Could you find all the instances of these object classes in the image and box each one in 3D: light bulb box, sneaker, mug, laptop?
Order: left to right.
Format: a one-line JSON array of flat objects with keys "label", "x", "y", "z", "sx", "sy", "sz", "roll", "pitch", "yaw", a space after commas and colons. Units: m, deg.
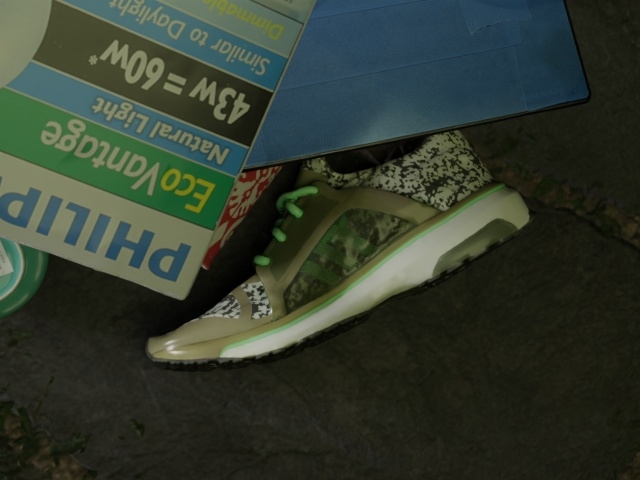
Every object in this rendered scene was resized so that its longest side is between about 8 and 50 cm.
[{"label": "mug", "x": -0.321, "y": 0.004, "z": 1.148, "sx": 0.158, "sy": 0.097, "sz": 0.129, "roll": 21, "pitch": 97, "yaw": -26}, {"label": "light bulb box", "x": -0.203, "y": -0.200, "z": 0.885, "sx": 0.358, "sy": 0.225, "sz": 0.361, "roll": 20, "pitch": 99, "yaw": -23}, {"label": "mug", "x": -0.090, "y": -0.070, "z": 1.196, "sx": 0.113, "sy": 0.150, "sz": 0.169, "roll": 42, "pitch": 83, "yaw": -17}, {"label": "sneaker", "x": 0.000, "y": 0.000, "z": 1.283, "sx": 0.410, "sy": 0.158, "sz": 0.182, "roll": -26, "pitch": 82, "yaw": -11}, {"label": "laptop", "x": 0.045, "y": -0.309, "z": 1.067, "sx": 0.382, "sy": 0.236, "sz": 0.408, "roll": -13, "pitch": 139, "yaw": -15}]
